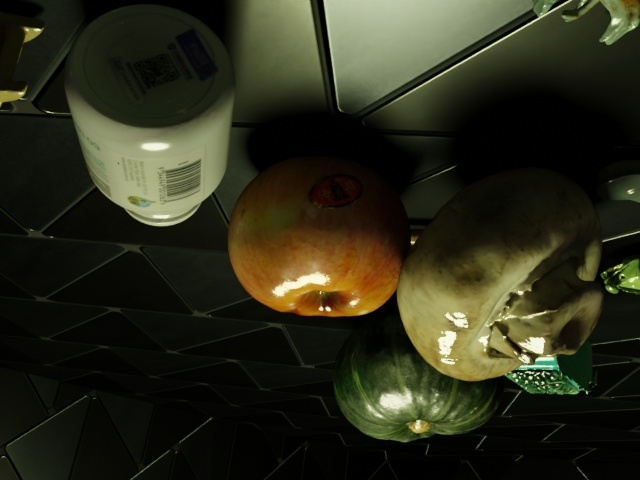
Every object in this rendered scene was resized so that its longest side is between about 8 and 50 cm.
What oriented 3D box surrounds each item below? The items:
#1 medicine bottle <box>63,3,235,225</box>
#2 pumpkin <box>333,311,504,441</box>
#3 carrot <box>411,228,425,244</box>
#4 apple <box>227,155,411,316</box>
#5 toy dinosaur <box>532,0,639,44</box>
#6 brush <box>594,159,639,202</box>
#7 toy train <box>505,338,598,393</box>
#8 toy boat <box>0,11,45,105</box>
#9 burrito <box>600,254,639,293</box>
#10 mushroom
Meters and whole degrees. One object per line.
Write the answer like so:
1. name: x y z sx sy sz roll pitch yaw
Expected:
1. medicine bottle: -0.151 -0.096 0.606 0.135 0.135 0.215 11 156 -7
2. pumpkin: 0.172 0.239 1.174 0.300 0.207 0.300 1 143 1
3. carrot: 0.203 0.004 0.830 0.254 0.049 0.049 7 156 9
4. apple: 0.000 0.000 0.738 0.209 0.164 0.209 4 156 2
5. toy dinosaur: 0.194 -0.191 0.411 0.106 0.044 0.187 -3 144 -8
6. brush: 0.402 -0.036 0.707 0.266 0.027 0.062 15 156 -23
7. toy train: 0.310 0.126 0.919 0.112 0.163 0.203 -11 150 39
8. toy boat: -0.457 -0.196 0.513 0.445 0.136 0.162 12 160 -19
9. burrito: 0.501 0.044 0.806 0.288 0.054 0.104 4 155 10
10. mushroom: 0.198 0.041 0.689 0.184 0.255 0.255 28 174 43
